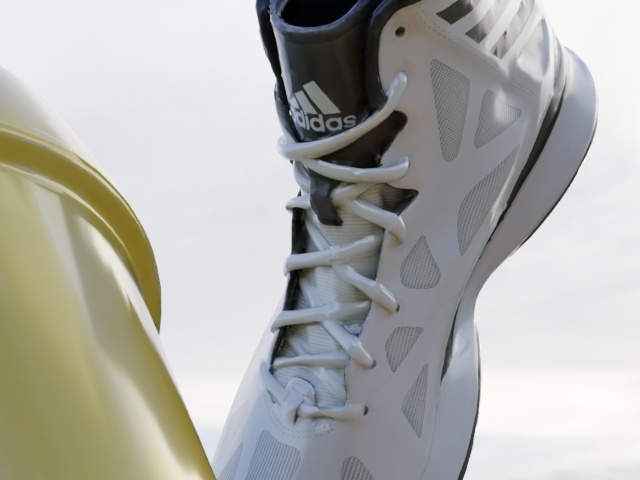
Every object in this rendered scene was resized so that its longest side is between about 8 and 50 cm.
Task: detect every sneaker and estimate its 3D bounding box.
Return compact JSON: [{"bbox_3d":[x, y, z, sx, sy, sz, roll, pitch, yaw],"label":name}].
[{"bbox_3d":[-0.001,-0.001,0.623,0.169,0.447,0.257,13,-20,38],"label":"sneaker"}]

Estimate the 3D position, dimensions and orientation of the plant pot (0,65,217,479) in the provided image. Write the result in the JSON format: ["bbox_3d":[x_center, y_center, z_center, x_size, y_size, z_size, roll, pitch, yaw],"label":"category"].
[{"bbox_3d":[-0.152,0.083,0.389,0.254,0.239,0.254,-22,-47,-25],"label":"plant pot"}]
